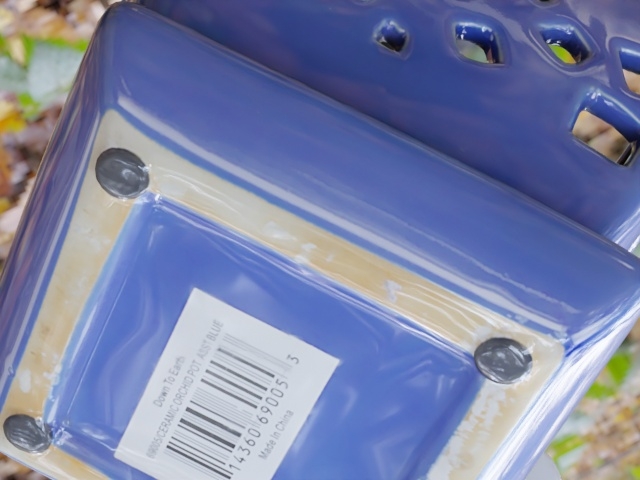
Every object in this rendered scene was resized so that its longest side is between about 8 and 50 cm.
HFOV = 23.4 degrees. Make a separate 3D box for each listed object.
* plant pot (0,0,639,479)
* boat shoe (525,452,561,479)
[{"bbox_3d":[0.000,0.000,0.610,0.236,0.236,0.212,-62,-178,37],"label":"plant pot"},{"bbox_3d":[0.057,0.199,1.194,0.268,0.096,0.088,-5,170,-29],"label":"boat shoe"}]
